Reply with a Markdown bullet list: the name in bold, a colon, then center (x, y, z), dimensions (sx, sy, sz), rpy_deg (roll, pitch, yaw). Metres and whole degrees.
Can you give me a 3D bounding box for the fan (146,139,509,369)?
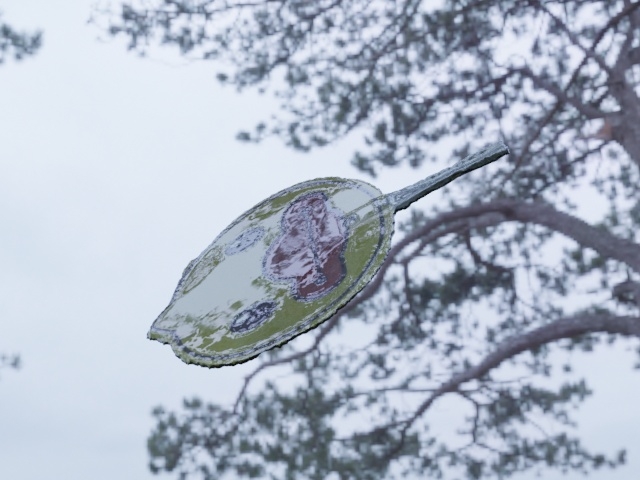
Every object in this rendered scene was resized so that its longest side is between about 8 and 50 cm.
- **fan**: center (0.000, -0.001, 0.770), dimensions (0.335, 0.229, 0.011), rpy_deg (-27, -61, 6)
